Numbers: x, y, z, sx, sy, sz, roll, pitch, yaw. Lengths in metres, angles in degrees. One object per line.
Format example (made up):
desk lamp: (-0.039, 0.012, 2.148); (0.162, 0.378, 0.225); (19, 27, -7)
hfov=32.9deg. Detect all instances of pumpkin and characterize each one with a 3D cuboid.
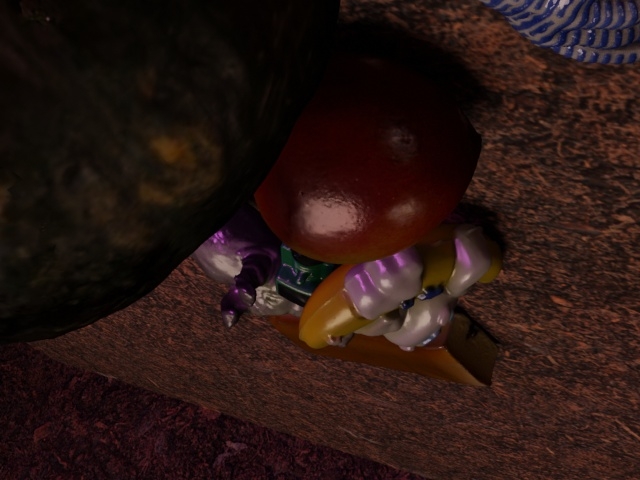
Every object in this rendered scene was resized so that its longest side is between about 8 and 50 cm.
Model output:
pumpkin: (-0.204, -0.158, 0.530); (0.455, 0.454, 0.344); (16, 165, 21)

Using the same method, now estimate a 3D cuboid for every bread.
bread: (0.085, 0.140, 1.620); (0.361, 0.077, 0.138); (6, 156, 44)

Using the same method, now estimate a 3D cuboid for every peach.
peach: (0.037, -0.074, 0.918); (0.197, 0.197, 0.197); (21, 162, 7)

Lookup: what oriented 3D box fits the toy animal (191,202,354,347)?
toy animal: (-0.061, 0.039, 1.363); (0.343, 0.168, 0.106); (27, 136, -8)

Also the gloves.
gloves: (0.137, -0.174, 0.660); (0.229, 0.097, 0.119); (25, -167, -20)

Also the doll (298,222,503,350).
doll: (0.099, 0.060, 1.205); (0.237, 0.111, 0.252); (-11, 153, -39)

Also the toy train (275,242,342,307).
toy train: (0.000, 0.000, 1.231); (0.091, 0.136, 0.227); (22, 164, 6)
